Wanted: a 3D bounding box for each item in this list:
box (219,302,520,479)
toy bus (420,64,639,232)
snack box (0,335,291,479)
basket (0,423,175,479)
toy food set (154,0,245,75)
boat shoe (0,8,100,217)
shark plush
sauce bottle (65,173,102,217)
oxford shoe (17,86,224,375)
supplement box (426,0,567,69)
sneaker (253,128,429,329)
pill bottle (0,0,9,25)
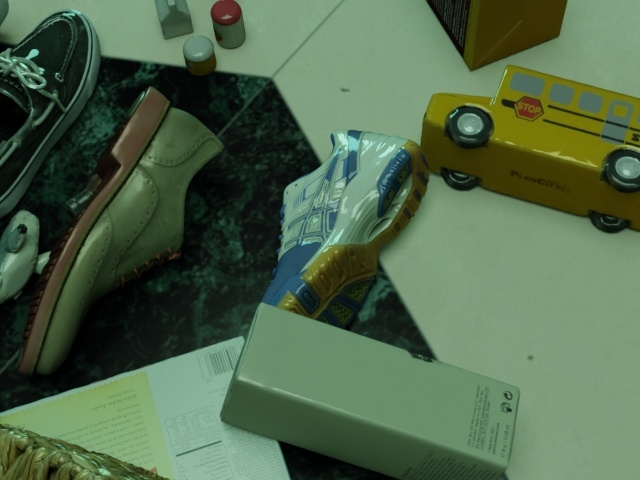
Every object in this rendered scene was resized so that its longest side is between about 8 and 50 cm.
[{"bbox_3d":[0.048,0.163,1.113,0.275,0.113,0.094,20,56,-4],"label":"box"},{"bbox_3d":[0.287,-0.106,1.280,0.332,0.108,0.130,17,64,11],"label":"toy bus"},{"bbox_3d":[-0.202,0.236,1.149,0.322,0.060,0.187,-17,63,-6],"label":"snack box"},{"bbox_3d":[-0.256,0.338,1.025,0.213,0.223,0.299,14,78,33],"label":"basket"},{"bbox_3d":[-0.160,-0.333,1.419,0.111,0.104,0.232,-14,63,-5],"label":"toy food set"},{"bbox_3d":[-0.363,-0.172,1.343,0.113,0.105,0.306,22,66,13],"label":"boat shoe"},{"bbox_3d":[-0.364,0.042,1.279,0.067,0.073,0.161,24,86,35],"label":"shark plush"},{"bbox_3d":[-0.242,-0.073,1.322,0.128,0.042,0.042,-36,67,-16],"label":"sauce bottle"},{"bbox_3d":[-0.218,0.005,1.240,0.130,0.123,0.348,29,79,-16],"label":"oxford shoe"},{"bbox_3d":[0.202,-0.356,1.367,0.129,0.191,0.194,-22,63,-9],"label":"supplement box"},{"bbox_3d":[0.000,0.000,1.256,0.131,0.112,0.296,21,62,32],"label":"sneaker"},{"bbox_3d":[-0.490,-0.210,1.341,0.153,0.153,0.265,18,64,11],"label":"pill bottle"}]
